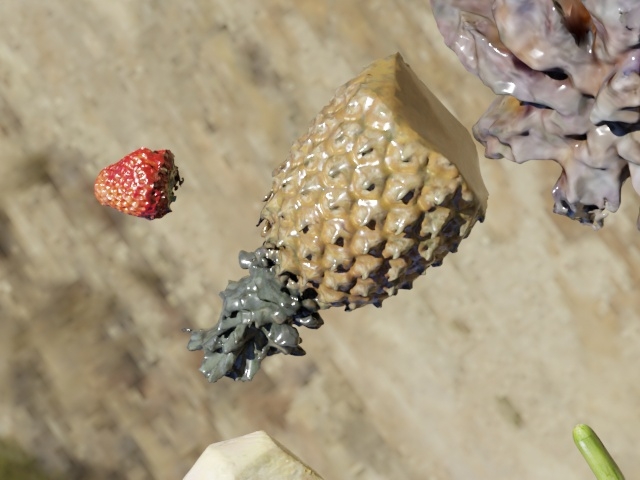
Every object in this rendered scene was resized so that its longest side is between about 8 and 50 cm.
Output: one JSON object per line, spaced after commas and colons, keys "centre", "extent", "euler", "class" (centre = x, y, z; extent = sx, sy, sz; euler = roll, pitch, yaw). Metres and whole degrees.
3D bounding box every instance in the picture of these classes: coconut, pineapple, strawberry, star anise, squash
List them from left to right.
{"centre": [-0.174, -0.054, 1.713], "extent": [0.073, 0.083, 0.073], "euler": [4, -90, -83], "class": "strawberry"}
{"centre": [-0.095, 0.362, 2.288], "extent": [0.197, 0.237, 0.237], "euler": [35, 155, 40], "class": "coconut"}
{"centre": [0.000, 0.000, 1.795], "extent": [0.202, 0.362, 0.202], "euler": [42, -163, -17], "class": "pineapple"}
{"centre": [0.300, 0.234, 1.968], "extent": [0.083, 0.027, 0.027], "euler": [56, 165, -16], "class": "squash"}
{"centre": [0.218, -0.116, 1.334], "extent": [0.331, 0.118, 0.332], "euler": [20, 138, 20], "class": "star anise"}
